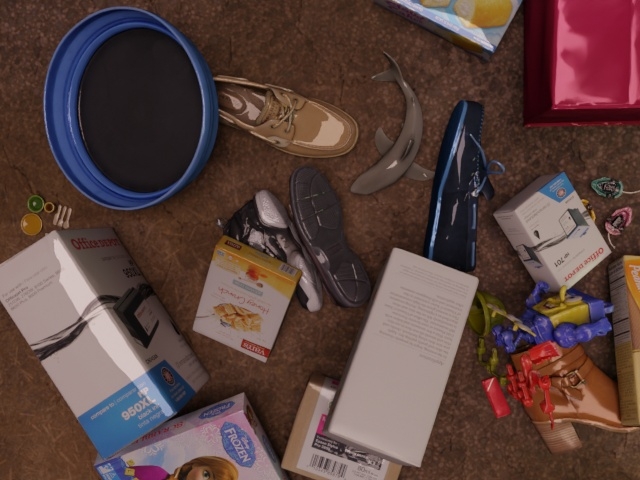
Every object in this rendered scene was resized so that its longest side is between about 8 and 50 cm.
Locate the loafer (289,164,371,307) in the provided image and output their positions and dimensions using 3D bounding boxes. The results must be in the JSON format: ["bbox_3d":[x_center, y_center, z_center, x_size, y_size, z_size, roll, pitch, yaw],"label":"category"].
[{"bbox_3d":[0.000,0.000,1.379,0.109,0.095,0.302,-22,87,-30],"label":"loafer"}]

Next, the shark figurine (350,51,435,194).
[{"bbox_3d":[0.164,-0.218,1.348,0.166,0.116,0.278,10,95,3],"label":"shark figurine"}]

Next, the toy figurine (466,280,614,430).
[{"bbox_3d":[0.421,0.165,1.236,0.217,0.362,0.191,-20,98,-4],"label":"toy figurine"}]

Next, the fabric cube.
[{"bbox_3d":[0.521,-0.351,1.241,0.259,0.254,0.258,0,92,4],"label":"fabric cube"}]

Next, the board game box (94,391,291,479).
[{"bbox_3d":[-0.234,0.499,1.377,0.318,0.066,0.318,-22,111,5],"label":"board game box"}]

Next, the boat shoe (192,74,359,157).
[{"bbox_3d":[-0.091,-0.247,1.366,0.341,0.110,0.121,15,93,4],"label":"boat shoe"}]

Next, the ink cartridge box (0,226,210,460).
[{"bbox_3d":[-0.412,0.177,1.320,0.166,0.285,0.394,-34,90,4],"label":"ink cartridge box"}]

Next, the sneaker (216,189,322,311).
[{"bbox_3d":[-0.107,0.043,1.389,0.153,0.101,0.268,-27,89,11],"label":"sneaker"}]

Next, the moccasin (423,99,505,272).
[{"bbox_3d":[0.285,-0.102,1.347,0.117,0.137,0.341,8,107,0],"label":"moccasin"}]

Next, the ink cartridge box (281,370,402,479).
[{"bbox_3d":[0.060,0.400,1.391,0.235,0.088,0.193,17,95,4],"label":"ink cartridge box"}]

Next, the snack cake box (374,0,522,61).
[{"bbox_3d":[0.255,-0.487,1.340,0.264,0.089,0.152,28,95,3],"label":"snack cake box"}]

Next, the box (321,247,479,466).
[{"bbox_3d":[0.142,0.221,1.262,0.168,0.215,0.345,21,73,3],"label":"box"}]

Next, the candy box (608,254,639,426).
[{"bbox_3d":[0.659,0.190,1.282,0.183,0.087,0.316,2,72,0],"label":"candy box"}]

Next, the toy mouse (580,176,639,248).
[{"bbox_3d":[0.575,-0.070,1.358,0.143,0.031,0.161,-30,90,5],"label":"toy mouse"}]

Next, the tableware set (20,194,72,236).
[{"bbox_3d":[-0.601,-0.014,1.460,0.104,0.024,0.154,18,94,4],"label":"tableware set"}]

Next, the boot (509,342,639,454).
[{"bbox_3d":[0.534,0.273,1.350,0.284,0.109,0.220,-23,86,12],"label":"boot"}]

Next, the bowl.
[{"bbox_3d":[-0.376,-0.256,1.352,0.392,0.077,0.390,3,99,23],"label":"bowl"}]

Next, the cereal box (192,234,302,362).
[{"bbox_3d":[-0.150,0.122,1.359,0.173,0.047,0.240,24,126,4],"label":"cereal box"}]

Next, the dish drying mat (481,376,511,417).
[{"bbox_3d":[0.362,0.323,1.402,0.032,0.008,0.083,-23,90,4],"label":"dish drying mat"}]

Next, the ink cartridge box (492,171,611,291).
[{"bbox_3d":[0.447,-0.015,1.315,0.140,0.082,0.190,-37,98,-16],"label":"ink cartridge box"}]
